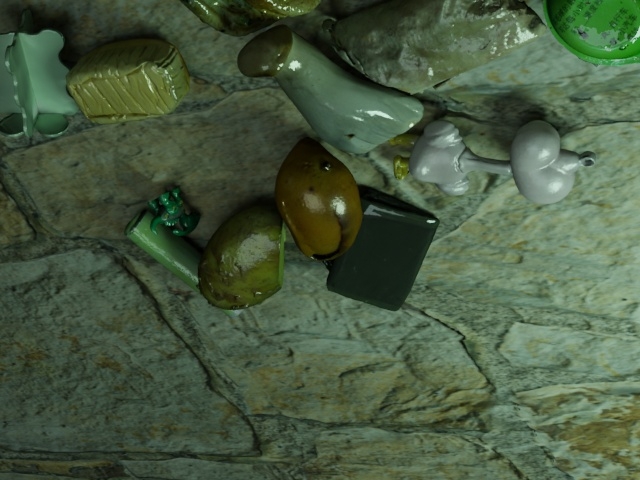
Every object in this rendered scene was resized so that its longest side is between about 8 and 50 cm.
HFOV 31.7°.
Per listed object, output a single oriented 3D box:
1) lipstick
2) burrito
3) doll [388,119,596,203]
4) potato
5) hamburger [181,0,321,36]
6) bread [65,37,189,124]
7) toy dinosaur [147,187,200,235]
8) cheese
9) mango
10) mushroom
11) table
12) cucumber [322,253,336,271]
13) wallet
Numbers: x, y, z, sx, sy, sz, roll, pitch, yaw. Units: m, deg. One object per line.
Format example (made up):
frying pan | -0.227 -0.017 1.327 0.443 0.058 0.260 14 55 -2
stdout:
lipstick | -0.284 0.048 2.408 0.304 0.076 0.076 39 136 -18
burrito | 0.175 -0.324 1.785 0.347 0.107 0.175 -15 105 34
doll | 0.288 -0.138 1.935 0.365 0.094 0.160 2 131 23
potato | -0.147 0.040 2.283 0.176 0.141 0.298 17 141 -20
hamburger | -0.139 -0.431 1.772 0.167 0.192 0.288 -8 130 43
bread | -0.346 -0.292 2.059 0.236 0.106 0.140 -4 130 27
toy dinosaur | -0.301 -0.050 2.288 0.059 0.132 0.096 -25 96 42
cheese | 0.466 -0.321 1.669 0.320 0.083 0.204 31 136 -4
mango | -0.003 -0.060 2.081 0.166 0.136 0.236 34 148 26
mushroom | 0.012 -0.257 1.877 0.328 0.122 0.159 31 113 -37
table | -0.542 -0.310 2.089 0.166 0.166 0.198 12 137 14
cucumber | 0.000 0.000 2.239 0.058 0.058 0.187 -15 126 36
wallet | 0.115 0.024 2.186 0.168 0.052 0.245 19 125 -2
